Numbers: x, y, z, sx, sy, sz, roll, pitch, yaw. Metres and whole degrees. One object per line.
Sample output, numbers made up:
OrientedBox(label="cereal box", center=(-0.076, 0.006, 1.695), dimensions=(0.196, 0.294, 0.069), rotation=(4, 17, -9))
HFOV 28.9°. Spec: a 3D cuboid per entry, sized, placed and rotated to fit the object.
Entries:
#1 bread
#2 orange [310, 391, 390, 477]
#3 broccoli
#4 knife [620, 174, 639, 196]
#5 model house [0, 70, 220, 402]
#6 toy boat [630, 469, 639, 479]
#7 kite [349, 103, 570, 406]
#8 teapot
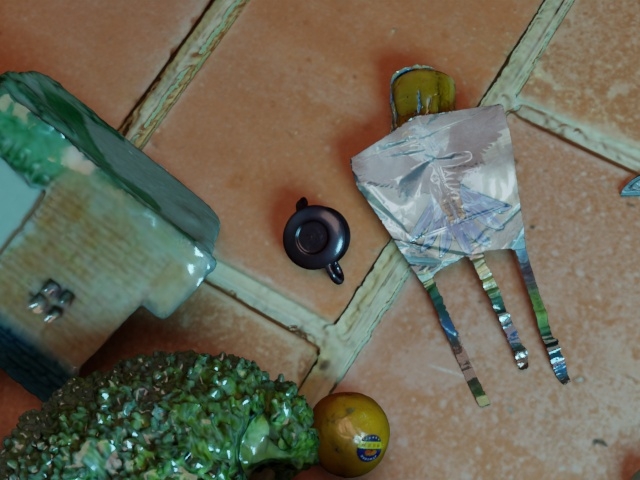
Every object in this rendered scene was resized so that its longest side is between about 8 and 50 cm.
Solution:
OrientedBox(label="bread", center=(0.109, -0.135, 1.331), dimensions=(0.072, 0.053, 0.106), rotation=(0, 71, 8))
OrientedBox(label="orange", center=(0.026, 0.183, 1.177), dimensions=(0.083, 0.083, 0.084), rotation=(-2, 65, 3))
OrientedBox(label="broccoli", center=(-0.143, 0.204, 1.096), dimensions=(0.288, 0.260, 0.235), rotation=(-10, 51, -3))
OrientedBox(label="knife", center=(0.419, -0.061, 1.296), dimensions=(0.210, 0.015, 0.028), rotation=(0, 71, 4))
OrientedBox(label="model house", center=(-0.299, 0.035, 1.228), dimensions=(0.267, 0.194, 0.325), rotation=(40, 98, -9))
OrientedBox(label="toy boat", center=(0.322, 0.365, 1.074), dimensions=(0.215, 0.123, 0.330), rotation=(-27, 55, -17))
OrientedBox(label="kite", center=(0.142, 0.015, 1.261), dimensions=(0.169, 0.015, 0.310), rotation=(-15, 75, 3))
OrientedBox(label="teapot", center=(0.000, 0.000, 1.282), dimensions=(0.068, 0.045, 0.100), rotation=(-28, 83, 17))
